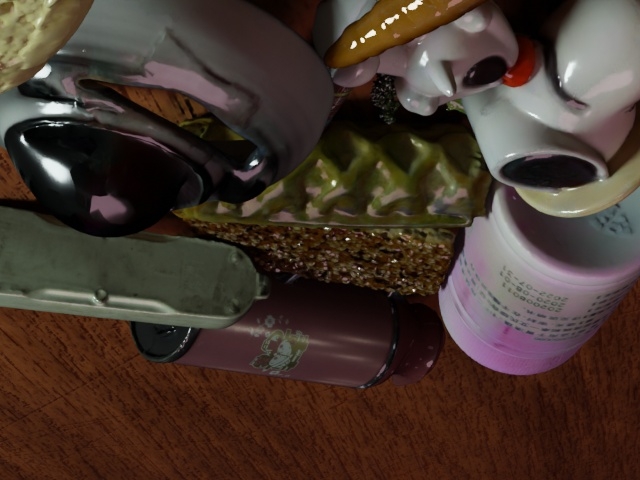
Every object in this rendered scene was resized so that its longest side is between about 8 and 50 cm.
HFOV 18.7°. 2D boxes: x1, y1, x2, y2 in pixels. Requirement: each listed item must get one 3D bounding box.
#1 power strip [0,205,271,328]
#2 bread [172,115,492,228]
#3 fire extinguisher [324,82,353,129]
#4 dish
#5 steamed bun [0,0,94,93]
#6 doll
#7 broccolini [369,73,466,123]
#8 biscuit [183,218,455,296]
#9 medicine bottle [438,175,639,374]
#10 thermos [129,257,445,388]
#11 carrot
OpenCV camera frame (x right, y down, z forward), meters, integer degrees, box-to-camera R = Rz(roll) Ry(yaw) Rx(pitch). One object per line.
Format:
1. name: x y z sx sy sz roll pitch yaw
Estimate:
1. power strip: -0.183 0.025 1.650 0.286 0.080 0.048 7 162 -16
2. bread: -0.001 -0.053 1.527 0.270 0.087 0.098 1 -174 -18
3. fire extinguisher: -0.001 -0.109 1.427 0.039 0.056 0.132 39 137 3
4. dish: -0.135 -0.068 1.292 0.273 0.133 0.273 10 159 4
5. steamed bun: -0.195 -0.196 0.914 0.166 0.232 0.273 -4 158 -23
6. doll: 0.122 -0.115 1.376 0.271 0.144 0.208 -3 138 -17
7. broccolini: 0.109 -0.103 1.479 0.194 0.052 0.054 19 132 -37
8. biscuit: -0.006 0.004 1.681 0.237 0.026 0.131 10 156 -1
9. medicine bottle: 0.194 0.008 1.658 0.152 0.152 0.254 -3 159 -9
10. thermos: -0.011 0.067 1.838 0.330 0.136 0.109 11 180 -38
11. carrot: 0.125 -0.193 1.172 0.336 0.069 0.069 -35 147 28
